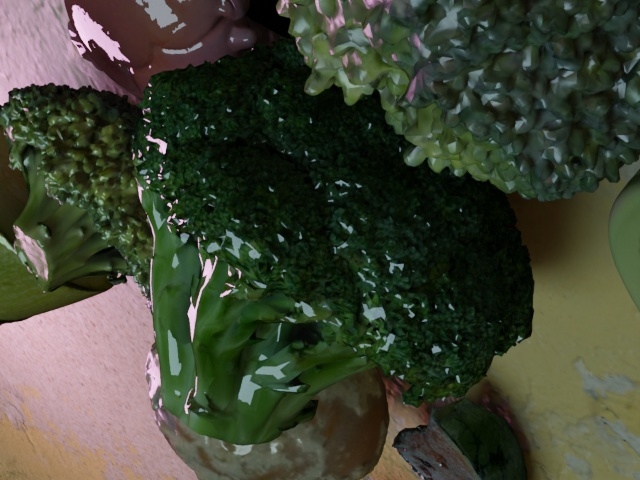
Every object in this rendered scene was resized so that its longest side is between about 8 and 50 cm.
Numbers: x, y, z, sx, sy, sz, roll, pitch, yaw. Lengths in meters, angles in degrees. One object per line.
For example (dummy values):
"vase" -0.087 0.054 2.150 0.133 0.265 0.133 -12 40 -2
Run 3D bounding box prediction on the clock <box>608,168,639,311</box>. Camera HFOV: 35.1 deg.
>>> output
"clock" 0.312 0.058 0.529 0.235 0.096 0.308 -18 109 52

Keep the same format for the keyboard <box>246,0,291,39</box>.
"keyboard" -0.055 -0.195 0.759 0.198 0.010 0.063 33 145 21

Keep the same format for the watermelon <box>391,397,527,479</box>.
"watermelon" 0.123 0.186 0.892 0.139 0.071 0.187 19 145 46

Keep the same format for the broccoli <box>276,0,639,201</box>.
"broccoli" 0.081 -0.167 0.460 0.260 0.235 0.288 28 105 25

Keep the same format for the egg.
"egg" -0.047 0.137 0.917 0.233 0.195 0.195 26 141 11

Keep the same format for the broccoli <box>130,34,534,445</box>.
"broccoli" 0.001 0.007 0.656 0.308 0.308 0.275 28 105 26

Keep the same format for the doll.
"doll" -0.131 -0.168 0.785 0.211 0.093 0.262 47 157 -18

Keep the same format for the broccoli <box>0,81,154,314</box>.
"broccoli" -0.194 -0.032 0.929 0.198 0.176 0.226 31 122 46

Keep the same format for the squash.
"squash" -0.301 -0.032 1.029 0.133 0.220 0.220 -24 106 32
